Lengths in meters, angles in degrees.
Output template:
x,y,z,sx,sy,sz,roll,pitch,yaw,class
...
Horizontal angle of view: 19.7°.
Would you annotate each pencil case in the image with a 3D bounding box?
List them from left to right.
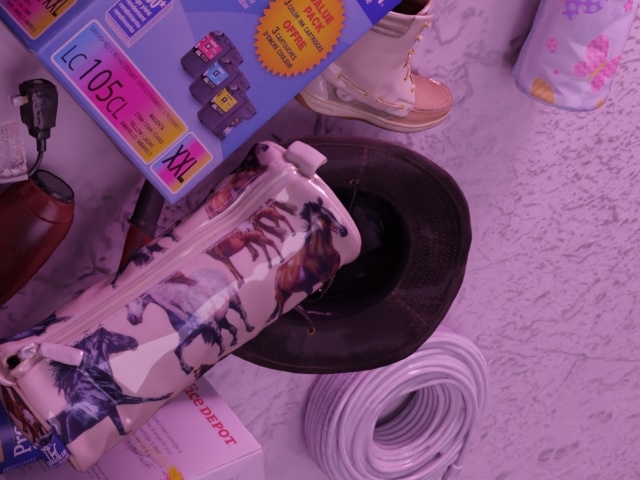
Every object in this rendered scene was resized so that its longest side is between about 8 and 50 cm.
x,y,z,sx,sy,sz,roll,pitch,yaw,class
-0.151,0.063,1.902,0.410,0.160,0.183,-38,159,-9,pencil case
0.311,-0.286,2.149,0.124,0.113,0.273,-1,122,-23,pencil case

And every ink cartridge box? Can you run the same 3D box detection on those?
x,y,z,sx,sy,sz,roll,pitch,yaw,class
-0.221,0.301,2.129,0.270,0.198,0.197,-21,130,-22,ink cartridge box
-0.098,-0.268,1.845,0.395,0.151,0.270,-44,136,-3,ink cartridge box

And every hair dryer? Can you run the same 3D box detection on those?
x,y,z,sx,sy,sz,roll,pitch,yaw,class
-0.364,-0.036,1.892,0.223,0.080,0.294,-9,122,-10,hair dryer

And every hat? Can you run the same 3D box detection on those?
x,y,z,sx,sy,sz,roll,pitch,yaw,class
0.000,0.000,2.117,0.331,0.134,0.331,-6,116,-13,hat

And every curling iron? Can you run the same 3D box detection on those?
x,y,z,sx,sy,sz,roll,pitch,yaw,class
-0.205,-0.012,2.020,0.035,0.068,0.274,9,110,-38,curling iron

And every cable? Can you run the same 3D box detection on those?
x,y,z,sx,sy,sz,roll,pitch,yaw,class
0.102,0.217,2.381,0.257,0.089,0.257,15,110,-41,cable

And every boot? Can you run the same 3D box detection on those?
x,y,z,sx,sy,sz,roll,pitch,yaw,class
0.089,-0.206,2.046,0.213,0.077,0.165,6,133,-34,boot

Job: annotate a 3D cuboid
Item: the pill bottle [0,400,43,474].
x,y,z,sx,sy,sz,roll,pitch,yaw,class
-0.361,0.195,2.005,0.219,0.123,0.123,-19,130,-24,pill bottle
